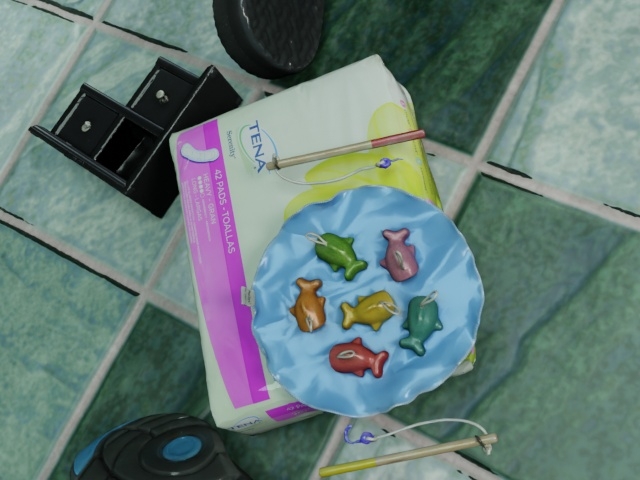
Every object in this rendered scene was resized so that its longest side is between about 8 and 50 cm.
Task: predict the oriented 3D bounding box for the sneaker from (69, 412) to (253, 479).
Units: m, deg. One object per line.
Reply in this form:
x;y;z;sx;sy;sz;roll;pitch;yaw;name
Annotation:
-0.082;0.248;0.642;0.341;0.139;0.125;14;33;41;sneaker

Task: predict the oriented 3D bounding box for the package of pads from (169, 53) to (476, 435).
0.000;0.000;0.715;0.229;0.101;0.296;-19;68;13;package of pads

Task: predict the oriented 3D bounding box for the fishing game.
0.028;0.042;0.614;0.189;0.041;0.264;-10;74;13;fishing game

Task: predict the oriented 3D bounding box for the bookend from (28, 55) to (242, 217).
-0.194;-0.132;0.843;0.156;0.072;0.157;32;84;26;bookend

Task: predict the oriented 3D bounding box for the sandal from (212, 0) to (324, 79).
-0.060;-0.382;0.841;0.107;0.168;0.445;-4;70;37;sandal
